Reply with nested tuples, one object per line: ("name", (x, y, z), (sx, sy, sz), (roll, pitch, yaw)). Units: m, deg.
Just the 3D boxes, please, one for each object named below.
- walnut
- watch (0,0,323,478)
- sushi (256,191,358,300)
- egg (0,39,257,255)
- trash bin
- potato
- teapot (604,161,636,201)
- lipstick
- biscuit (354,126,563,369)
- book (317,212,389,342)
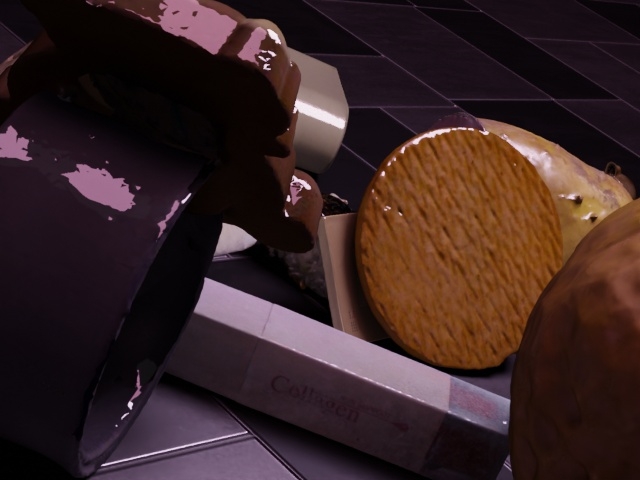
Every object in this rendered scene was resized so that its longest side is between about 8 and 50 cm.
("walnut", (0.340, 0.143, 1.307), (0.354, 0.398, 0.308), (27, 34, 19))
("watch", (-0.183, -0.002, 1.192), (0.314, 0.335, 0.327), (23, 67, 4))
("sushi", (0.000, 0.000, 1.677), (0.150, 0.090, 0.078), (40, 24, 17))
("egg", (-0.216, -0.106, 1.501), (0.337, 0.201, 0.337), (5, 16, -2))
("trash bin", (-0.100, -0.197, 1.981), (0.247, 0.121, 0.243), (19, 23, -14))
("potato", (0.255, -0.022, 1.822), (0.266, 0.229, 0.229), (9, 27, -28))
("teapot", (0.403, -0.079, 2.242), (0.110, 0.085, 0.080), (14, 14, 32))
("lipstick", (-0.003, 0.127, 1.426), (0.371, 0.076, 0.080), (22, 24, -3))
("biscuit", (0.147, 0.009, 1.642), (0.262, 0.262, 0.037), (10, -7, -27))
("book", (0.074, 0.035, 1.647), (0.016, 0.138, 0.199), (-11, -3, 41))
